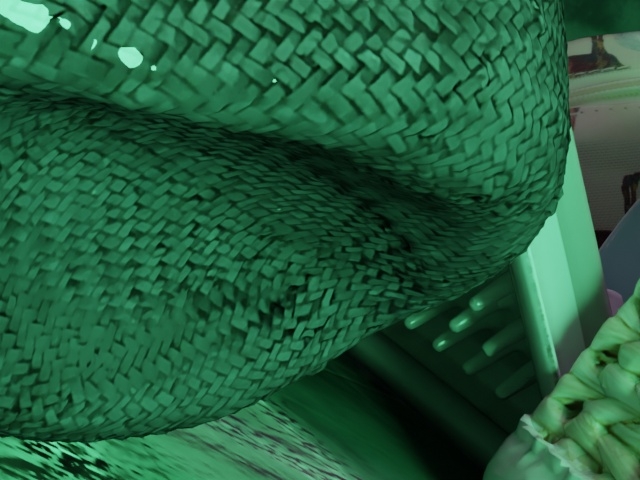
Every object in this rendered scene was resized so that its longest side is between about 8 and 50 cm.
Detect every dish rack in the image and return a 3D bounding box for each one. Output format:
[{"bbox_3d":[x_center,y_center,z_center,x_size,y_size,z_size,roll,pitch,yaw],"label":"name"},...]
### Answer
[{"bbox_3d":[0.028,-0.065,0.790,0.285,0.072,0.332,37,-30,51],"label":"dish rack"}]

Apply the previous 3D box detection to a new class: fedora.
[{"bbox_3d":[-0.041,-0.054,0.412,0.334,0.334,0.152,26,39,-60],"label":"fedora"}]

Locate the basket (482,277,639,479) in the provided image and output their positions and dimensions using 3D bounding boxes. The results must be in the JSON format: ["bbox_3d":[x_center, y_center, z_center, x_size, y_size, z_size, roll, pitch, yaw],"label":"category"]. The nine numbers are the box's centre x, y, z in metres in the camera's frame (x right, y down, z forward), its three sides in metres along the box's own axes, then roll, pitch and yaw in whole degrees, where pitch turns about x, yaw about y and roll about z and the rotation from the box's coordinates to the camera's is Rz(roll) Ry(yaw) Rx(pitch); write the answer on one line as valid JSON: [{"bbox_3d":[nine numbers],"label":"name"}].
[{"bbox_3d":[0.287,0.106,0.607,0.331,0.266,0.328,29,6,-22],"label":"basket"}]

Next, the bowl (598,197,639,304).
[{"bbox_3d":[0.285,0.086,0.883,0.312,0.311,0.163,30,24,-30],"label":"bowl"}]

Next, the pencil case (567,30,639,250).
[{"bbox_3d":[0.219,-0.050,1.020,0.183,0.410,0.160,79,9,-45],"label":"pencil case"}]
